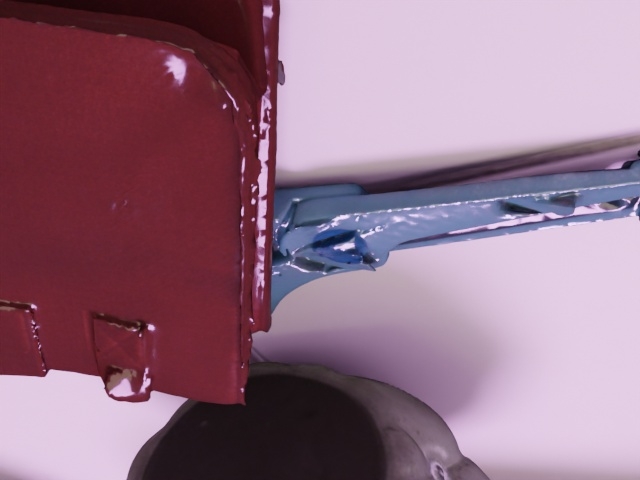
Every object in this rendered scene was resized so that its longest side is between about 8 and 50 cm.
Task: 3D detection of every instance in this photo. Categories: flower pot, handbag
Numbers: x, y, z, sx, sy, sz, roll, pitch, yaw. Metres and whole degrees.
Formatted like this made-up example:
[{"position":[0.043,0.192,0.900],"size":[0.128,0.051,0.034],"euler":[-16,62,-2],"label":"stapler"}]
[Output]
[{"position":[-0.004,0.200,0.878],"size":[0.246,0.246,0.195],"euler":[-8,138,19],"label":"flower pot"},{"position":[-0.149,-0.028,0.647],"size":[0.260,0.084,0.276],"euler":[5,142,2],"label":"handbag"}]

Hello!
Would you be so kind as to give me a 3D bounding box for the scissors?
[{"position":[0.000,0.001,0.752],"size":[0.392,0.032,0.180],"euler":[-7,146,18],"label":"scissors"}]
